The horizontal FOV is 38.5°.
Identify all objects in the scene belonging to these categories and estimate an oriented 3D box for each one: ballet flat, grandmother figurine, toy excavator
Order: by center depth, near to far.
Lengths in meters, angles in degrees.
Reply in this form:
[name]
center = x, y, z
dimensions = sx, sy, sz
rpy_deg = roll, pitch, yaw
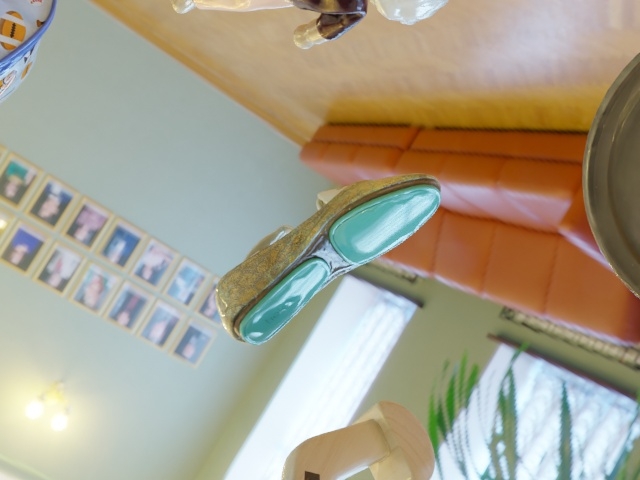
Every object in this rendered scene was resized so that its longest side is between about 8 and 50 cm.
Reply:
[grandmother figurine]
center = -0.022, -0.289, 0.965
dimensions = 0.342, 0.104, 0.208
rpy_deg = 14, 162, 28
[toy excavator]
center = -0.038, 0.365, 1.075
dimensions = 0.433, 0.445, 0.222
rpy_deg = 18, 137, -24
[ballet flat]
center = 0.000, 0.000, 1.247
dimensions = 0.123, 0.348, 0.123
rpy_deg = 52, 178, 2

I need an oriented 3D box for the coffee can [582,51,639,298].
[coffee can]
center = 0.322, -0.051, 0.651
dimensions = 0.201, 0.201, 0.275
rpy_deg = 29, -161, 25

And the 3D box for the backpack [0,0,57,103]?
[backpack]
center = -0.346, -0.190, 0.701
dimensions = 0.276, 0.263, 0.213
rpy_deg = 55, 144, -9
